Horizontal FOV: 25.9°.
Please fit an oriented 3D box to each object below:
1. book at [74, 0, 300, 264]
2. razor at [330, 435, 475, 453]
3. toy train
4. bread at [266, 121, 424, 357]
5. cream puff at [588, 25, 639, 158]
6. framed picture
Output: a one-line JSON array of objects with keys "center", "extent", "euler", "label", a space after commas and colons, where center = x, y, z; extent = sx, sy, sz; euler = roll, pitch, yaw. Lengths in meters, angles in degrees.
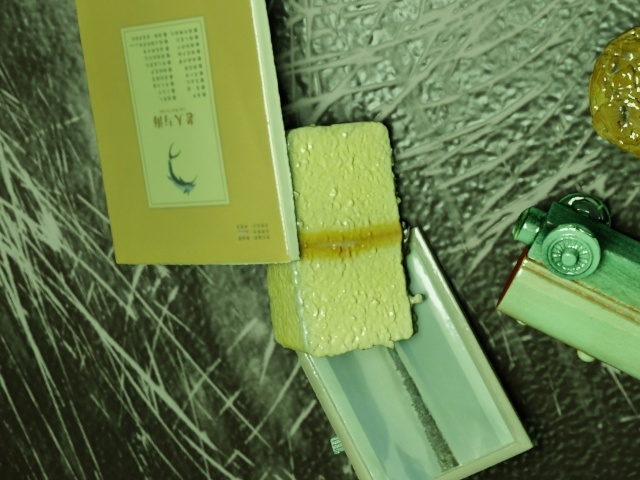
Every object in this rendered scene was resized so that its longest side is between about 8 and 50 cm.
[{"center": [-0.158, -0.161, 1.551], "extent": [0.268, 0.032, 0.389], "euler": [0, 103, 36], "label": "book"}, {"center": [0.104, 0.225, 1.677], "extent": [0.191, 0.037, 0.068], "euler": [-15, 94, 19], "label": "razor"}, {"center": [0.333, 0.068, 1.549], "extent": [0.285, 0.116, 0.177], "euler": [26, 122, 3], "label": "toy train"}, {"center": [0.000, 0.000, 1.586], "extent": [0.178, 0.141, 0.266], "euler": [-4, 96, 32], "label": "bread"}, {"center": [0.348, -0.157, 1.472], "extent": [0.126, 0.103, 0.144], "euler": [12, 103, 9], "label": "cream puff"}, {"center": [0.093, 0.156, 1.642], "extent": [0.213, 0.016, 0.289], "euler": [-27, 89, 19], "label": "framed picture"}]
